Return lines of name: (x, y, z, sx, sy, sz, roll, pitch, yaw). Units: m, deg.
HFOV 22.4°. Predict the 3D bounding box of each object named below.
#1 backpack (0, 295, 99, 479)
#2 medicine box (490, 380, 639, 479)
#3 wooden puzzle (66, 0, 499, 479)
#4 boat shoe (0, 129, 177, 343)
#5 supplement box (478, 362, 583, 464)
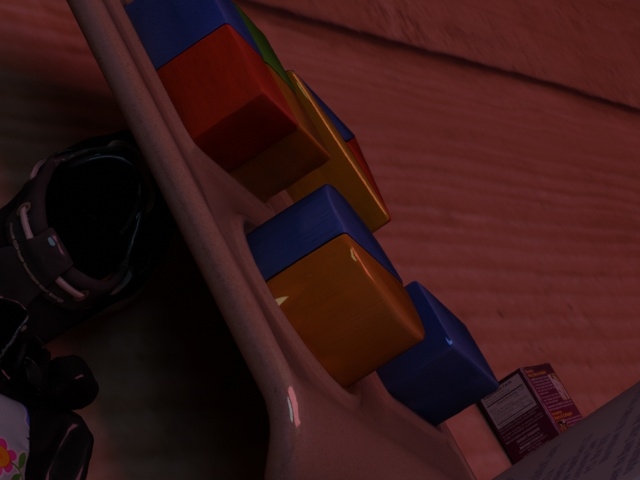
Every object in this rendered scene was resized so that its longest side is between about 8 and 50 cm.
backpack: (-0.168, 0.063, 0.433, 0.182, 0.152, 0.115, 33, 44, -47)
medicine box: (0.120, 0.225, 0.624, 0.263, 0.289, 0.149, 53, 27, 1)
wooden puzzle: (0.000, 0.000, 0.880, 0.322, 0.080, 0.347, 42, 22, -61)
boat shoe: (-0.109, -0.011, 0.806, 0.084, 0.079, 0.233, 49, 23, -4)
supplement box: (0.152, 0.130, 1.105, 0.055, 0.043, 0.083, -1, 57, -60)
